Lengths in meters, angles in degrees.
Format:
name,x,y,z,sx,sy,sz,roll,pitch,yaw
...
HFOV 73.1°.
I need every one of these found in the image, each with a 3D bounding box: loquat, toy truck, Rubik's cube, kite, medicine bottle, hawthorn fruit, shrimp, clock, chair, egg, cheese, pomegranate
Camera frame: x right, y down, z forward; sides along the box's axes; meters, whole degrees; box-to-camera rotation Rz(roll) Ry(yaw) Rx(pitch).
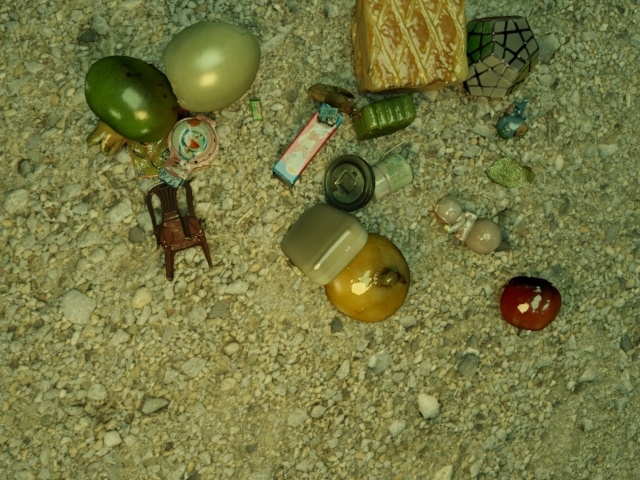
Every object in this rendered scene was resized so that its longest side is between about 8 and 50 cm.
name,x,y,z,sx,sy,sz,roll,pitch,yaw
loquat,0.176,0.136,1.547,0.328,0.359,0.329,1,88,-19
toy truck,0.030,-0.430,1.477,0.073,0.090,0.056,16,90,-8
Rubik's cube,0.652,-0.691,1.624,0.264,0.319,0.319,-25,95,20
kite,-0.584,-0.361,1.594,0.377,0.013,0.328,37,87,-7
medicine bottle,0.000,0.000,1.501,0.282,0.375,0.123,-48,115,-3
hawthorn fruit,0.827,0.265,1.711,0.215,0.215,0.250,19,88,-8
shrimp,0.083,-0.515,1.578,0.169,0.296,0.058,-23,139,-34
clock,0.106,-0.213,1.613,0.214,0.042,0.215,5,99,35
chair,-0.519,-0.049,1.564,0.175,0.183,0.326,-17,49,-6
egg,-0.364,-0.602,1.483,0.336,0.278,0.278,-27,95,-6
cheese,-0.478,-0.324,1.563,0.189,0.074,0.286,32,87,-5
pomegranate,-0.674,-0.454,1.460,0.309,0.216,0.359,39,92,2
medicine bottle,0.253,-0.241,1.651,0.168,0.135,0.135,-32,96,-6

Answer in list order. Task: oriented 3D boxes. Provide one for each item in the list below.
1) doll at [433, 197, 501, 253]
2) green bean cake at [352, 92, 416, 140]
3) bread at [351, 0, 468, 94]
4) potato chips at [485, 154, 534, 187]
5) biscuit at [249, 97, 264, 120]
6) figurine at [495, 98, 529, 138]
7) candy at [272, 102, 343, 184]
name,x,y,z,sx,sy,sz,roll,pitch,yaw
doll,0.572,-0.066,1.697,0.287,0.151,0.151,35,87,-4
green bean cake,0.236,-0.456,1.608,0.214,0.200,0.113,-16,93,-6
bread,0.310,-0.730,1.571,0.371,0.279,0.390,-8,95,-4
potato chips,0.782,-0.282,1.776,0.209,0.026,0.142,-13,97,-5
biscuit,-0.242,-0.495,1.634,0.046,0.016,0.089,-9,93,-8
figurine,0.792,-0.478,1.734,0.144,0.114,0.178,29,79,-9
candy,-0.052,-0.343,1.594,0.100,0.157,0.306,39,86,-7
